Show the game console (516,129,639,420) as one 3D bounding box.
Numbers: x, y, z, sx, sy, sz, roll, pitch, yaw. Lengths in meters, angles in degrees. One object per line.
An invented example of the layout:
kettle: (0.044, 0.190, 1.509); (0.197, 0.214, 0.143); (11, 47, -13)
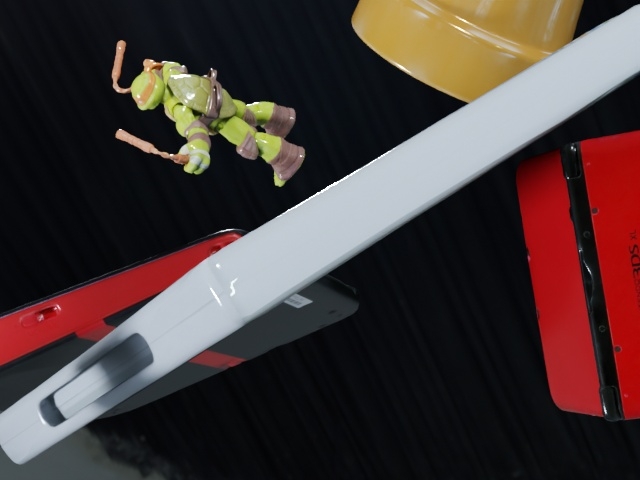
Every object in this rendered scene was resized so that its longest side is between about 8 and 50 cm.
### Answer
game console: (0.167, 0.017, 0.699); (0.124, 0.144, 0.085); (-10, -1, 18)

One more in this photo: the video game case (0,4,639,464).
video game case: (0.000, 0.000, 0.737); (0.329, 0.036, 0.300); (-31, -1, -36)

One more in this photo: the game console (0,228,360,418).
game console: (-0.162, 0.088, 1.310); (0.342, 0.060, 0.386); (-25, -15, 11)

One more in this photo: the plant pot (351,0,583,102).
plant pot: (0.157, -0.239, 1.182); (0.205, 0.205, 0.188); (-90, 23, -65)

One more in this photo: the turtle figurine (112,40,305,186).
turtle figurine: (-0.129, -0.151, 1.482); (0.087, 0.217, 0.269); (-60, 31, 19)
